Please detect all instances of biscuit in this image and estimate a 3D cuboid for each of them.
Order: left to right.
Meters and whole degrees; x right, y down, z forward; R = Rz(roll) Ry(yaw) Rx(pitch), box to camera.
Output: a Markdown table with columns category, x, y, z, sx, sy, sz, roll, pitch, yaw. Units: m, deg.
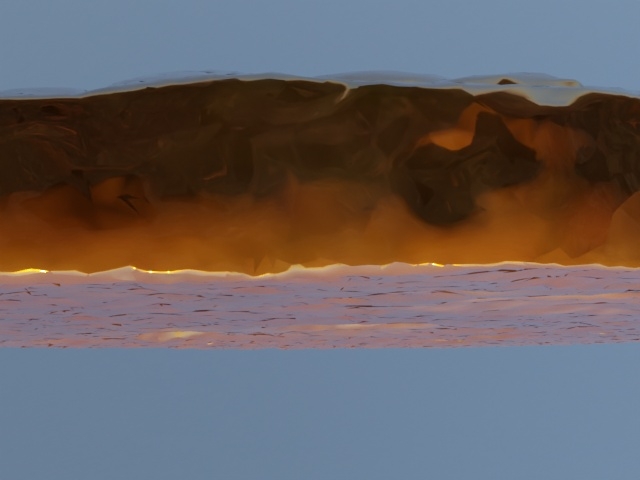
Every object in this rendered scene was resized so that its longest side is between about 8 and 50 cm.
| category | x | y | z | sx | sy | sz | roll | pitch | yaw |
| --- | --- | --- | --- | --- | --- | --- | --- | --- | --- |
| biscuit | 0.000 | -0.002 | 0.510 | 0.385 | 0.365 | 0.062 | 2 | -96 | -29 |
